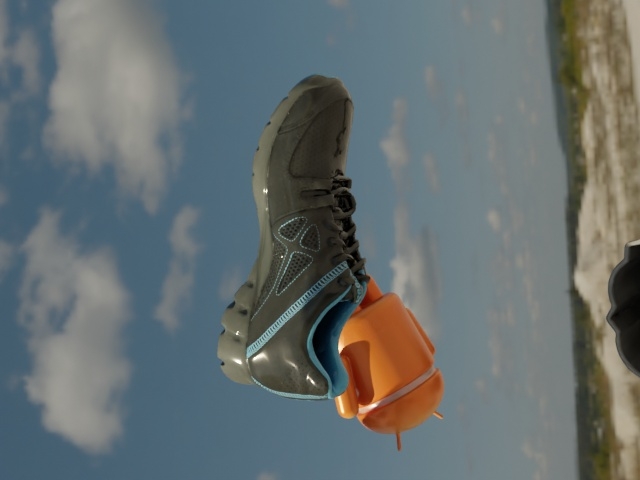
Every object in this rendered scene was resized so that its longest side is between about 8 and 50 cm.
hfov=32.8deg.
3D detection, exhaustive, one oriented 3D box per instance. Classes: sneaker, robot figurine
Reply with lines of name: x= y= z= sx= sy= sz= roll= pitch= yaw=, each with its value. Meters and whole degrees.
sneaker: x=0.000 y=0.000 z=1.134 sx=0.125 sy=0.139 sz=0.341 roll=-4 pitch=-73 yaw=-56
robot figurine: x=0.075 y=0.155 z=1.398 sx=0.219 sy=0.128 sz=0.158 roll=60 pitch=-170 yaw=0

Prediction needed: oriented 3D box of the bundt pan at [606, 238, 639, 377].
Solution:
bundt pan: x=0.593 y=0.097 z=1.579 sx=0.124 sy=0.330 sz=0.331 roll=-26 pitch=-65 yaw=-48
